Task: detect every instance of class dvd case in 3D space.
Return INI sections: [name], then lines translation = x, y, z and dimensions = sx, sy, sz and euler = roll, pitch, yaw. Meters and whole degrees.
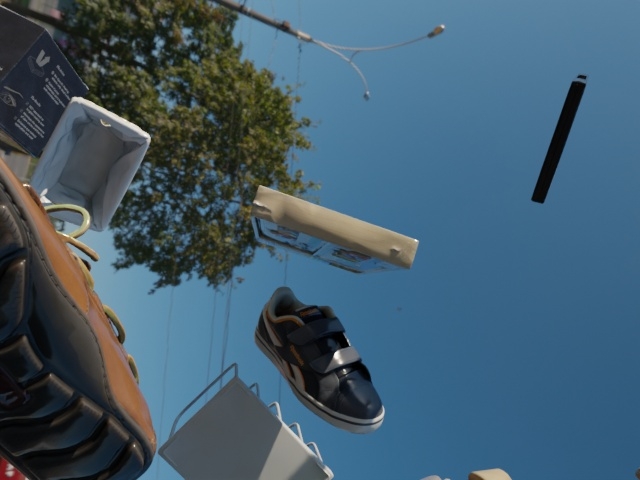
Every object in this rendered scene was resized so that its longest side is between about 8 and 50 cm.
[dvd case]
translation = 0.403, -0.179, 0.744
dimensions = 0.022, 0.253, 0.180
euler = 20, -61, 24

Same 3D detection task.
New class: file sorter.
[file sorter]
translation = -0.149, 0.423, 0.920
dimensions = 0.193, 0.277, 0.173
euler = -43, -174, -8

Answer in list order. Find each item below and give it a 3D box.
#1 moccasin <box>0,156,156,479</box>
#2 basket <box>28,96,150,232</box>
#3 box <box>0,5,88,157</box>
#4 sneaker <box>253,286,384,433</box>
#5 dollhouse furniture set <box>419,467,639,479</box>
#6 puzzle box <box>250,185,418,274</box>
[moccasin]
translation = -0.240, 0.044, 0.352
dimensions = 0.147, 0.139, 0.379
euler = 44, -20, 53
[basket]
translation = -0.341, -0.117, 0.661
dimensions = 0.167, 0.113, 0.103
euler = -58, -149, 9
[box]
translation = -0.479, -0.244, 0.705
dimensions = 0.158, 0.093, 0.156
euler = -62, 177, -16
[sneaker]
translation = -0.008, 0.200, 0.805
dimensions = 0.321, 0.126, 0.127
euler = 32, -66, 38
[dollhouse furniture set]
translation = 0.237, 0.350, 0.441
dimensions = 0.303, 0.174, 0.355
euler = 50, -23, 19
[puzzle box]
translation = 0.000, 0.000, 0.889
dimensions = 0.409, 0.273, 0.052
euler = 134, -25, -82
